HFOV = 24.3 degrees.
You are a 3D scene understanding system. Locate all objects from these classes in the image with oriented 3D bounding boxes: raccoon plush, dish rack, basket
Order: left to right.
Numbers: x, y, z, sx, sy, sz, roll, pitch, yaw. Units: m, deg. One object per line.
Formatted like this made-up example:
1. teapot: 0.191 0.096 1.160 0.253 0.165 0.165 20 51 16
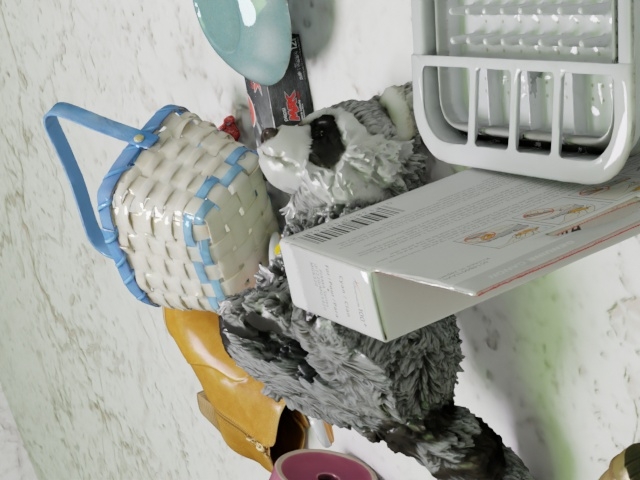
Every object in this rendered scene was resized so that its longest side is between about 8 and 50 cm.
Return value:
1. basket: -0.197 -0.039 1.830 0.289 0.201 0.255 15 143 24
2. raccoon plush: 0.091 0.058 1.520 0.216 0.299 0.446 -8 133 48
3. dish rack: 0.172 -0.221 1.172 0.285 0.072 0.333 15 111 60

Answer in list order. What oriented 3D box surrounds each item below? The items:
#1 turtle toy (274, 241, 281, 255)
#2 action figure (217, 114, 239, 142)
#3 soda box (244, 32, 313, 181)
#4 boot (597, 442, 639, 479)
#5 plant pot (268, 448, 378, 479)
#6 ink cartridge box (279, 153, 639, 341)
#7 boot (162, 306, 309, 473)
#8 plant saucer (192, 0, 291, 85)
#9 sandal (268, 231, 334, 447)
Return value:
1. turtle toy: 0.000 0.000 1.692 0.095 0.066 0.130 -40 67 37
2. action figure: -0.124 -0.121 1.893 0.038 0.030 0.115 62 151 27
3. soda box: -0.045 -0.150 1.693 0.060 0.053 0.169 19 123 58
4. boot: 0.261 0.341 1.340 0.269 0.089 0.236 -54 45 40
5. plant pot: -0.005 0.365 1.831 0.201 0.201 0.180 32 119 52
6. ink cartridge box: 0.159 -0.002 1.131 0.261 0.296 0.066 16 123 58
7. boot: -0.103 0.167 1.983 0.211 0.104 0.295 26 135 48
8. plant saucer: -0.098 -0.256 1.611 0.195 0.037 0.195 42 143 42
9. sandal: 0.000 0.112 1.754 0.102 0.076 0.265 73 -179 -70
